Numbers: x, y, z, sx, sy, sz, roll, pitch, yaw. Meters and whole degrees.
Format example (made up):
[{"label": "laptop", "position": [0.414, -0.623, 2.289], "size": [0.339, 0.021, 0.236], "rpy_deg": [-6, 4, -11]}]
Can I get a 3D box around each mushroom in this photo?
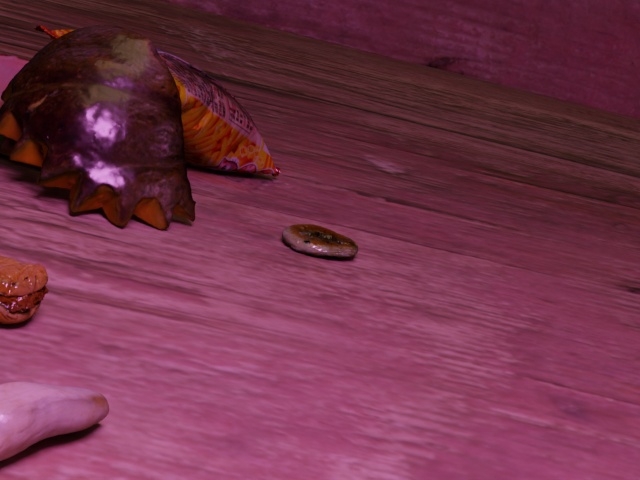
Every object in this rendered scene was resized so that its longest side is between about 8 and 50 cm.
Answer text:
[{"label": "mushroom", "position": [-0.200, 0.108, 0.886], "size": [0.059, 0.054, 0.202], "rpy_deg": [21, 11, 28]}]

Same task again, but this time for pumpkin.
[{"label": "pumpkin", "position": [-0.227, -0.129, 1.465], "size": [0.254, 0.149, 0.130], "rpy_deg": [36, 25, 15]}]

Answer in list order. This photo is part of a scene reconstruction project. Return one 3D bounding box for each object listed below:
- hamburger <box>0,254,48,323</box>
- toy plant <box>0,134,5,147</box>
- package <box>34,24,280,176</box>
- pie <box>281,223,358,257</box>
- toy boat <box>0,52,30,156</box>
[{"label": "hamburger", "position": [-0.253, 0.036, 1.112], "size": [0.083, 0.044, 0.076], "rpy_deg": [18, 13, 4]}, {"label": "toy plant", "position": [-0.506, -0.249, 1.549], "size": [0.317, 0.210, 0.356], "rpy_deg": [8, 38, -30]}, {"label": "package", "position": [-0.187, -0.171, 1.743], "size": [0.223, 0.108, 0.288], "rpy_deg": [27, -7, 31]}, {"label": "pie", "position": [0.000, 0.000, 1.542], "size": [0.084, 0.021, 0.084], "rpy_deg": [13, 14, -3]}, {"label": "toy boat", "position": [-0.329, -0.143, 1.625], "size": [0.318, 0.099, 0.141], "rpy_deg": [20, 56, 21]}]
